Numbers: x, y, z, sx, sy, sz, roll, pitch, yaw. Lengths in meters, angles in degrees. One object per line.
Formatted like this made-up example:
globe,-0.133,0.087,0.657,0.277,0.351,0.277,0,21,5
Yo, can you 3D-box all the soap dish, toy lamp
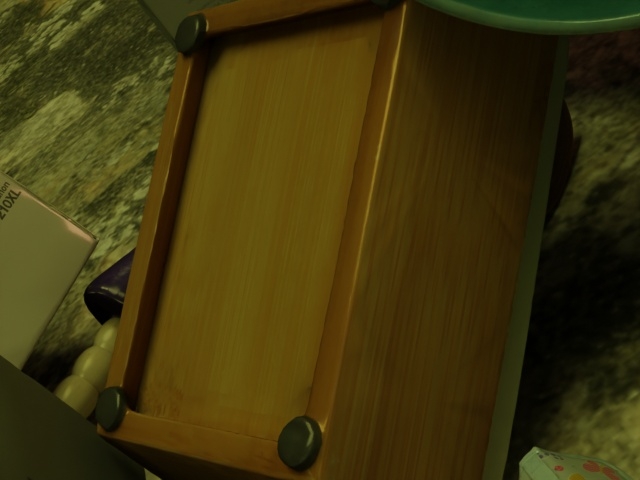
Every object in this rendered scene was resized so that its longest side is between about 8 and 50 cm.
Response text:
soap dish,0.000,0.000,0.637,0.229,0.118,0.291,1,77,50
toy lamp,-0.171,0.111,0.827,0.080,0.080,0.275,-1,46,48

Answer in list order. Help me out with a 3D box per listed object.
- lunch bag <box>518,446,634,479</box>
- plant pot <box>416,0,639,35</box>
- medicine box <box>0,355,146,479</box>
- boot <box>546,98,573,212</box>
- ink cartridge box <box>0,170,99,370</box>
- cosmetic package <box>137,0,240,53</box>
lunch bag,0.116,0.123,0.479,0.053,0.083,0.071,-40,28,-1
plant pot,0.122,-0.261,0.537,0.271,0.272,0.255,-22,19,28
medicine box,-0.226,0.242,0.591,0.289,0.149,0.263,-32,40,12
boot,0.057,-0.022,0.768,0.197,0.073,0.152,-48,24,-25
ink cartridge box,-0.275,0.080,0.888,0.237,0.100,0.172,-41,19,48
cosmetic package,-0.095,-0.250,1.137,0.151,0.184,0.151,-39,29,-1
